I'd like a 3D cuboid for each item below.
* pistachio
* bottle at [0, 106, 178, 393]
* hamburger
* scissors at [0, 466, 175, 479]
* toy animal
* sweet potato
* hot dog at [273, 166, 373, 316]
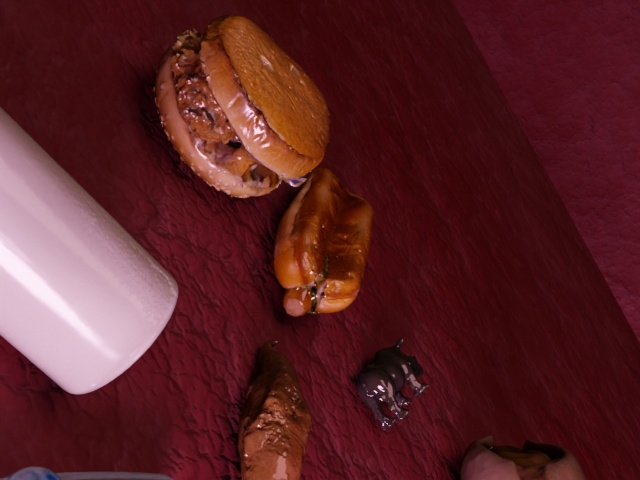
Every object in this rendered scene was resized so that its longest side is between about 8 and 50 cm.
[{"bbox_3d":[0.207,0.282,1.018,0.138,0.153,0.238,12,30,-2],"label":"pistachio"},{"bbox_3d":[-0.204,-0.017,0.614,0.245,0.104,0.104,48,25,-22],"label":"bottle"},{"bbox_3d":[-0.083,-0.126,0.971,0.182,0.118,0.191,55,20,1],"label":"hamburger"},{"bbox_3d":[-0.167,0.158,0.560,0.256,0.030,0.125,13,51,-56],"label":"scissors"},{"bbox_3d":[0.078,0.143,1.040,0.065,0.047,0.136,50,29,4],"label":"toy animal"},{"bbox_3d":[-0.037,0.142,0.804,0.206,0.060,0.068,-95,180,-64],"label":"sweet potato"},{"bbox_3d":[0.000,0.000,1.038,0.100,0.068,0.249,39,25,-10],"label":"hot dog"}]
